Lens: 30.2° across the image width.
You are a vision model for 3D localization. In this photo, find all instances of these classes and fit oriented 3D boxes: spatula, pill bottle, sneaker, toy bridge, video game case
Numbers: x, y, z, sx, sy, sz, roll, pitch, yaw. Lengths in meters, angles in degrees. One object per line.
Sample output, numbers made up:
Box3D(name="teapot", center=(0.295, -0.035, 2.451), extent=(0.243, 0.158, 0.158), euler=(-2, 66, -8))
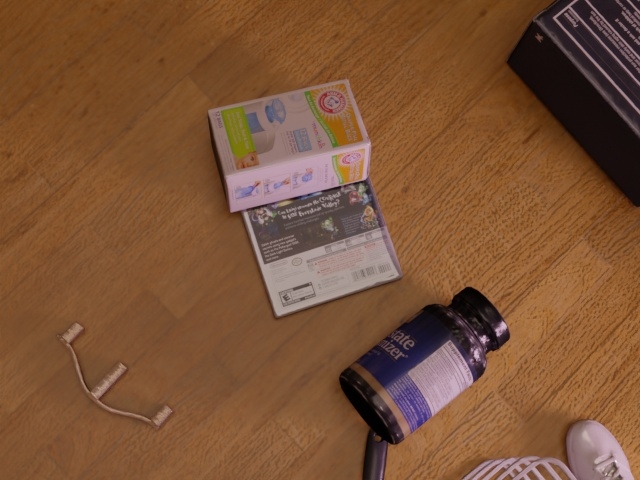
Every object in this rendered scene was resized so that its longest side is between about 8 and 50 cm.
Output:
Box3D(name="spatula", center=(0.061, 0.396, 1.598), extent=(0.084, 0.030, 0.297), euler=(10, 79, -4))
Box3D(name="pill bottle", center=(0.144, 0.163, 1.599), extent=(0.219, 0.123, 0.123), euler=(-37, 85, -13))
Box3D(name="sneaker", center=(0.403, 0.341, 1.606), extent=(0.080, 0.094, 0.212), euler=(-21, 82, -7))
Box3D(name="toy bridge", center=(-0.288, 0.191, 1.607), extent=(0.188, 0.026, 0.063), euler=(42, 80, 3))
Box3D(name="video game case", center=(0.000, 0.000, 1.669), extent=(0.190, 0.022, 0.173), euler=(-18, 82, -7))

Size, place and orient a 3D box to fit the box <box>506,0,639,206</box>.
Box3D(name="box", center=(0.477, -0.260, 1.676), extent=(0.294, 0.183, 0.296), euler=(-39, 83, -11))

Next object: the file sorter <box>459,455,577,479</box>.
Box3D(name="file sorter", center=(0.244, 0.385, 1.492), extent=(0.173, 0.278, 0.193), euler=(-37, 85, -12))

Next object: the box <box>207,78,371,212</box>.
Box3D(name="box", center=(-0.043, -0.131, 1.635), extent=(0.203, 0.103, 0.114), euler=(-13, 65, -7))
